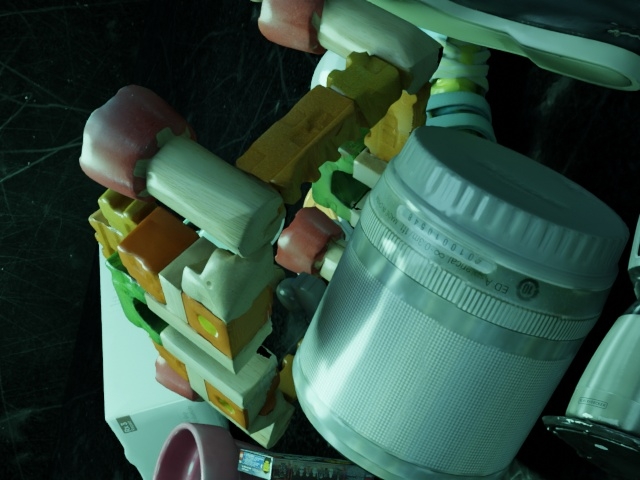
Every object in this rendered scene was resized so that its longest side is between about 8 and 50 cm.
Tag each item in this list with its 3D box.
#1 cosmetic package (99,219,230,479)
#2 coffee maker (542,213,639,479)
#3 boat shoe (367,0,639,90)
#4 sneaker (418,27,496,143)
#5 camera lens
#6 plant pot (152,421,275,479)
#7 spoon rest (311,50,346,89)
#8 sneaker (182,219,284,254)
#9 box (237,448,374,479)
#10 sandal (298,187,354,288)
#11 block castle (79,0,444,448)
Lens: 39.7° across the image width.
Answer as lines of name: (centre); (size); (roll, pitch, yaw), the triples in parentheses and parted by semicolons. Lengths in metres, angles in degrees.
cosmetic package: (-0.256, 0.179, 1.454); (0.217, 0.156, 0.385); (76, 177, -47)
coffee maker: (0.253, 0.083, 0.601); (0.120, 0.171, 0.178); (17, 71, 40)
boat shoe: (0.148, -0.244, 0.811); (0.340, 0.127, 0.113); (25, 95, 23)
sneaker: (0.151, -0.184, 0.939); (0.208, 0.127, 0.319); (-106, 28, -48)
camera lens: (0.114, 0.065, 0.782); (0.274, 0.219, 0.219); (-66, 28, 22)
plant pot: (-0.106, 0.345, 1.142); (0.201, 0.180, 0.201); (-39, 45, 52)
spoon rest: (0.100, -0.242, 1.080); (0.276, 0.137, 0.084); (-44, 39, 29)
sneaker: (-0.177, 0.017, 1.468); (0.256, 0.151, 0.094); (-58, 33, 36)
box: (-0.017, 0.269, 1.046); (0.094, 0.137, 0.027); (-12, 69, 61)
sandal: (-0.005, 0.008, 1.210); (0.102, 0.076, 0.265); (-63, 29, 27)
block castle: (-0.061, -0.020, 0.882); (0.303, 0.212, 0.453); (-46, -23, -27)
